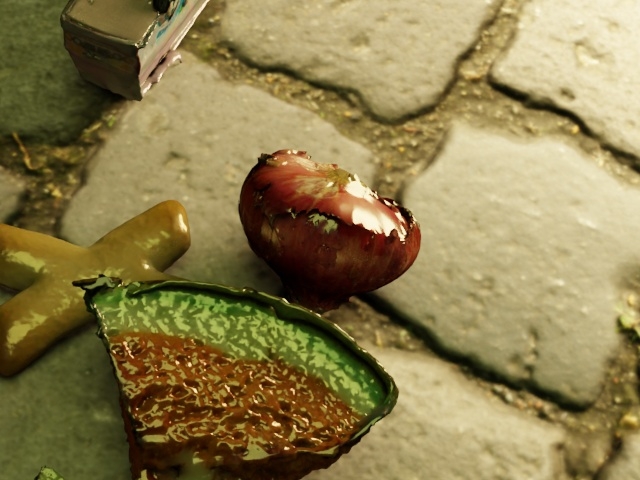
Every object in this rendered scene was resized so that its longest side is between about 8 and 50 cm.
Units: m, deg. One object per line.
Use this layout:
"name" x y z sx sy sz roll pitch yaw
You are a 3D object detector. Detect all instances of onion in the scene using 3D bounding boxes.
"onion" 0.000 0.000 1.676 0.184 0.184 0.147 20 99 5

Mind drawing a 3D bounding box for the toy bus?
"toy bus" -0.156 -0.287 1.841 0.112 0.138 0.317 23 58 13

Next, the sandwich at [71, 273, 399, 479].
"sandwich" -0.079 0.143 1.571 0.292 0.109 0.212 2 74 -12

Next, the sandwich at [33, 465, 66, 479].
"sandwich" -0.183 0.338 1.474 0.212 0.063 0.245 21 57 1

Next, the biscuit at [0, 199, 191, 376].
"biscuit" -0.216 0.038 1.669 0.208 0.047 0.164 -8 58 -13
